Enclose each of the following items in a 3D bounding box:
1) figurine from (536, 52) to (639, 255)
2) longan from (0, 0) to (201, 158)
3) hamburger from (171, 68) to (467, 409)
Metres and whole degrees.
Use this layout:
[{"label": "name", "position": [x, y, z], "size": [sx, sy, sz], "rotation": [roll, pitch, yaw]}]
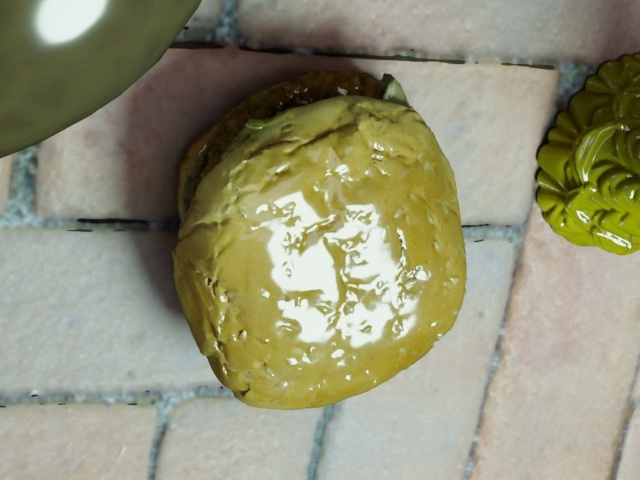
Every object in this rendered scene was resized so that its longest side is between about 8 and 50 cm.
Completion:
[{"label": "figurine", "position": [0.337, -0.024, 1.609], "size": [0.187, 0.315, 0.168], "rotation": [-42, 123, -2]}, {"label": "longan", "position": [-0.240, -0.226, 1.234], "size": [0.404, 0.336, 0.404], "rotation": [-38, 160, -16]}, {"label": "hamburger", "position": [-0.001, 0.001, 1.564], "size": [0.260, 0.144, 0.283], "rotation": [-25, 116, -11]}]
